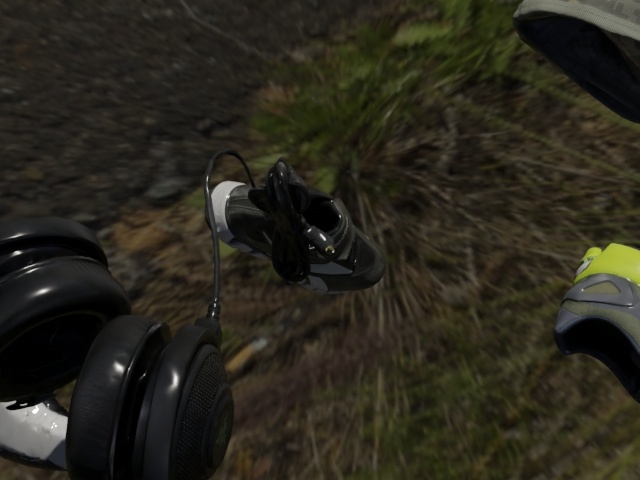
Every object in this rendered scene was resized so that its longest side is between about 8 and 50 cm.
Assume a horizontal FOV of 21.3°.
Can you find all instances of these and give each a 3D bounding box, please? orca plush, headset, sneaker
[{"bbox_3d":[-0.265,0.097,1.378,0.287,0.102,0.151,13,108,23],"label":"orca plush"},{"bbox_3d":[-0.148,0.092,1.151,0.243,0.185,0.394,37,70,22],"label":"headset"},{"bbox_3d":[0.349,0.113,1.570,0.300,0.111,0.121,22,51,27],"label":"sneaker"},{"bbox_3d":[0.000,0.000,1.705,0.234,0.106,0.078,25,69,-41],"label":"sneaker"}]

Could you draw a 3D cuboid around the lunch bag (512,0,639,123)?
[{"bbox_3d":[0.305,-0.185,1.173,0.287,0.169,0.235,28,79,26],"label":"lunch bag"}]
